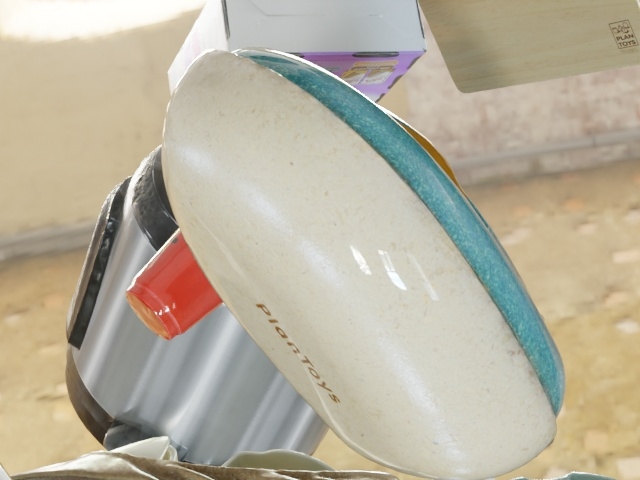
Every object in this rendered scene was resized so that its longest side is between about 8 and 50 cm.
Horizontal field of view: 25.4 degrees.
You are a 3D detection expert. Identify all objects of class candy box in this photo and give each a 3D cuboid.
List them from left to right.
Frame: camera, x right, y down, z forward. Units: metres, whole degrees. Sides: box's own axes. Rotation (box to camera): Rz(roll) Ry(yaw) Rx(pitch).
[{"bbox_3d":[-0.027,-0.148,1.189,0.165,0.070,0.196,-4,165,-20],"label":"candy box"}]

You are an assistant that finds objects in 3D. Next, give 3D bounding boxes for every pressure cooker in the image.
[{"bbox_3d":[-0.125,0.119,1.795,0.370,0.420,0.375,2,-141,-34],"label":"pressure cooker"}]

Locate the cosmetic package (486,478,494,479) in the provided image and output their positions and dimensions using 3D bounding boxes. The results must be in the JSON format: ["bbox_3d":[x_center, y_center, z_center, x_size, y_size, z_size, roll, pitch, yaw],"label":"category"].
[{"bbox_3d":[0.109,0.172,1.259,0.041,0.060,0.115,-38,-152,12],"label":"cosmetic package"}]

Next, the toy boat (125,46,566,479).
[{"bbox_3d":[0.000,0.000,0.795,0.148,0.267,0.318,-43,-160,-21],"label":"toy boat"}]

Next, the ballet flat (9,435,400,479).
[{"bbox_3d":[-0.089,0.204,1.087,0.343,0.116,0.124,1,-151,9],"label":"ballet flat"}]

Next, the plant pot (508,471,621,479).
[{"bbox_3d":[0.223,0.401,1.225,0.341,0.334,0.341,-11,-144,8],"label":"plant pot"}]

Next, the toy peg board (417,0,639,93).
[{"bbox_3d":[0.123,-0.178,0.789,0.079,0.160,0.161,-36,-161,-30],"label":"toy peg board"}]

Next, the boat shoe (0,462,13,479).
[{"bbox_3d":[-0.247,0.107,0.748,0.098,0.277,0.096,-29,-161,18],"label":"boat shoe"}]
